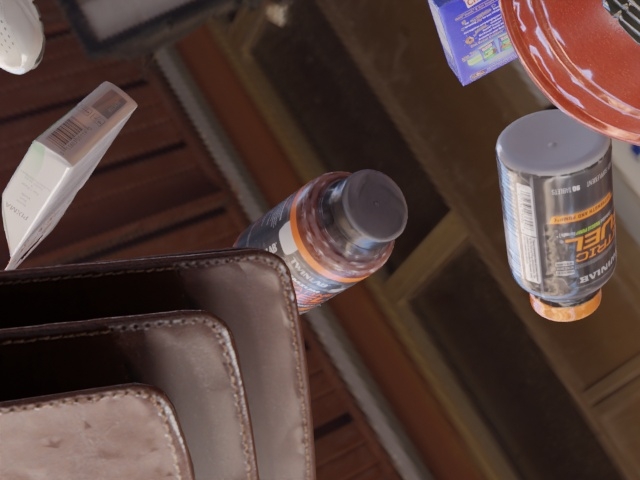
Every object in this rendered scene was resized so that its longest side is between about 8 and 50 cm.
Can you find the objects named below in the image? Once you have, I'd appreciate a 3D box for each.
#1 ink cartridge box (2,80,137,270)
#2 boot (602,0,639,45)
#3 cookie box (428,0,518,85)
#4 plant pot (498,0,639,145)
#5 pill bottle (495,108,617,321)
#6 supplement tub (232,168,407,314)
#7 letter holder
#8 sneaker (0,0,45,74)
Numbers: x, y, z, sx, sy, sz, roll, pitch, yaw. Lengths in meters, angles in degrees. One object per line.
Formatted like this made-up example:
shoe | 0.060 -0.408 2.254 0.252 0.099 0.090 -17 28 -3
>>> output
ink cartridge box | -0.311 -0.059 1.452 0.056 0.224 0.181 39 -148 -5
boot | 0.253 -0.112 0.648 0.161 0.083 0.246 -43 -78 -24
cookie box | 0.157 -0.216 1.233 0.092 0.107 0.040 -28 -132 -2
plant pot | 0.269 -0.201 0.858 0.273 0.265 0.272 0 -88 1
pill bottle | 0.280 -0.021 1.502 0.131 0.245 0.130 -8 -141 7
supplement tub | 0.000 0.000 1.213 0.106 0.198 0.106 12 -115 -27
letter holder | -0.091 0.174 0.648 0.215 0.301 0.152 -6 -158 -13
sneaker | -0.426 -0.268 1.351 0.297 0.111 0.129 37 -138 -6
